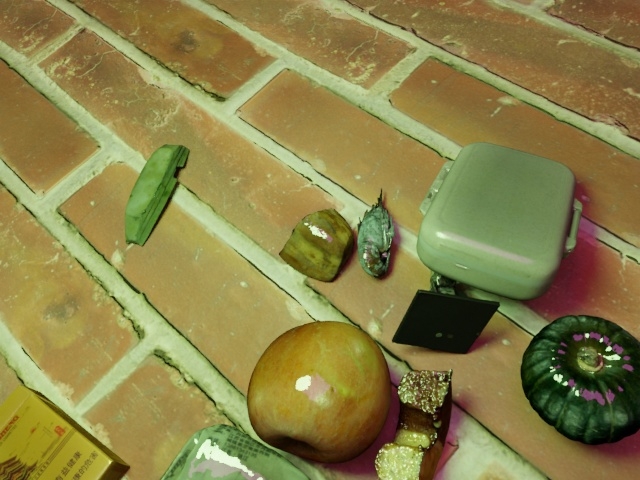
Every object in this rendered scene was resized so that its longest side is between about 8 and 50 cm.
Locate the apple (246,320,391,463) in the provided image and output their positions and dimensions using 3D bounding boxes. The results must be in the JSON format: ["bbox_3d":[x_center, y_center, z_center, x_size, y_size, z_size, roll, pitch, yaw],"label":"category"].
[{"bbox_3d":[-0.002,0.254,0.948,0.254,0.253,0.253,-4,61,7],"label":"apple"}]

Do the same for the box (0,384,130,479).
[{"bbox_3d":[-0.524,0.420,1.031,0.274,0.076,0.174,27,67,22],"label":"box"}]

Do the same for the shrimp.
[{"bbox_3d":[0.123,-0.027,1.176,0.090,0.079,0.232,-23,44,41],"label":"shrimp"}]

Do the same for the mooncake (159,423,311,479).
[{"bbox_3d":[-0.161,0.453,0.916,0.255,0.136,0.250,30,71,18],"label":"mooncake"}]

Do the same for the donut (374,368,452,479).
[{"bbox_3d":[0.160,0.335,0.931,0.085,0.141,0.217,11,55,25],"label":"donut"}]

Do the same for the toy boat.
[{"bbox_3d":[-0.405,-0.126,1.328,0.093,0.055,0.292,8,63,17],"label":"toy boat"}]

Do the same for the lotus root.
[{"bbox_3d":[0.003,0.003,1.169,0.135,0.095,0.159,36,78,21],"label":"lotus root"}]

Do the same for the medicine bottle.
[{"bbox_3d":[0.348,-0.052,1.061,0.283,0.122,0.375,19,42,18],"label":"medicine bottle"}]

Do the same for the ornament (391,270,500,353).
[{"bbox_3d":[0.224,0.095,1.062,0.153,0.166,0.196,11,42,-8],"label":"ornament"}]

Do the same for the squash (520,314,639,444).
[{"bbox_3d":[0.447,0.230,0.917,0.219,0.172,0.218,6,55,-9],"label":"squash"}]
